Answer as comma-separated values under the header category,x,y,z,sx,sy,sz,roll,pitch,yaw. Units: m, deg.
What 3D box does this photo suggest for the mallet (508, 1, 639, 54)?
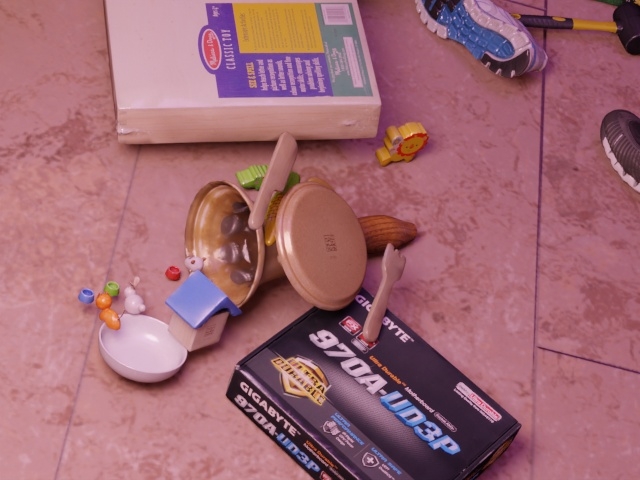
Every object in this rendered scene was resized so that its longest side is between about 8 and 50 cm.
category,x,y,z,sx,sy,sz,roll,pitch,yaw
mallet,0.304,-0.264,2.082,0.189,0.039,0.062,8,48,-12

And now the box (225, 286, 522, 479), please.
category,x,y,z,sx,sy,sz,roll,pitch,yaw
box,0.049,0.157,1.618,0.220,0.051,0.175,41,50,18

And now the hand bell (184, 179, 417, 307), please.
category,x,y,z,sx,sy,sz,roll,pitch,yaw
hand bell,0.000,0.000,1.722,0.242,0.126,0.126,-3,51,-38

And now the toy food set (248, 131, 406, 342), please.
category,x,y,z,sx,sy,sz,roll,pitch,yaw
toy food set,-0.003,0.004,1.630,0.192,0.038,0.132,46,46,-28

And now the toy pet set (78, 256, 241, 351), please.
category,x,y,z,sx,sy,sz,roll,pitch,yaw
toy pet set,-0.139,0.046,1.613,0.122,0.065,0.114,-17,48,-45

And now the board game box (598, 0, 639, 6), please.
category,x,y,z,sx,sy,sz,roll,pitch,yaw
board game box,0.374,-0.391,2.223,0.136,0.030,0.260,15,47,-9

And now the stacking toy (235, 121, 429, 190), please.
category,x,y,z,sx,sy,sz,roll,pitch,yaw
stacking toy,-0.016,-0.144,1.856,0.221,0.052,0.167,-12,55,-27

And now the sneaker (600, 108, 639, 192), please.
category,x,y,z,sx,sy,sz,roll,pitch,yaw
sneaker,0.399,-0.075,1.904,0.078,0.106,0.234,-18,58,-32

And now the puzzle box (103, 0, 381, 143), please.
category,x,y,z,sx,sy,sz,roll,pitch,yaw
puzzle box,-0.101,-0.260,1.882,0.272,0.052,0.409,-1,46,-10

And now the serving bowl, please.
category,x,y,z,sx,sy,sz,roll,pitch,yaw
serving bowl,-0.166,0.104,1.600,0.083,0.027,0.083,15,32,-9

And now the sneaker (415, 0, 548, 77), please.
category,x,y,z,sx,sy,sz,roll,pitch,yaw
sneaker,0.187,-0.248,2.020,0.191,0.071,0.083,47,24,26
